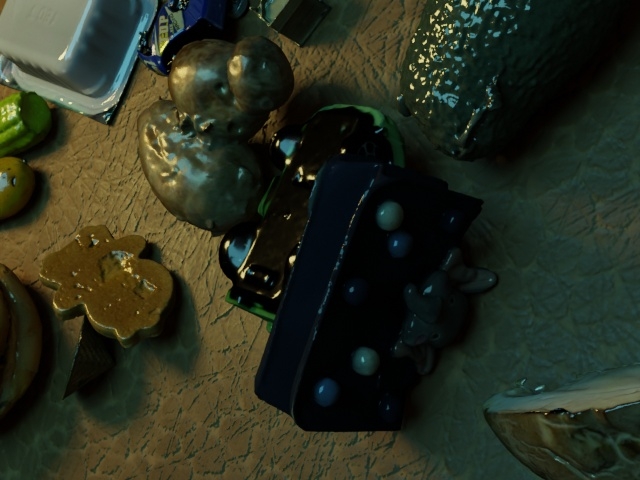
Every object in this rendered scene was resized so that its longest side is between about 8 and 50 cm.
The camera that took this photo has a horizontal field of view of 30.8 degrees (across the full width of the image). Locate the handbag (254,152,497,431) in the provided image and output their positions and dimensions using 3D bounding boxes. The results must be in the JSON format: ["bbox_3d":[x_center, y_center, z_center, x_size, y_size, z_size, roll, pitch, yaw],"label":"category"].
[{"bbox_3d":[0.080,0.076,1.420,0.118,0.269,0.325,27,102,43],"label":"handbag"}]

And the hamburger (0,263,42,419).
[{"bbox_3d":[-0.600,0.173,1.928,0.290,0.170,0.314,-40,55,16],"label":"hamburger"}]

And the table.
[{"bbox_3d":[-0.047,-0.347,1.738,0.079,0.083,0.062,-52,54,13],"label":"table"}]

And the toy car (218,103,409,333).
[{"bbox_3d":[0.000,0.000,1.545,0.213,0.176,0.358,12,75,56],"label":"toy car"}]

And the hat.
[{"bbox_3d":[-0.353,0.185,1.819,0.146,0.067,0.146,-165,90,-79],"label":"hat"}]

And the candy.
[{"bbox_3d":[-0.569,-0.188,2.066,0.209,0.097,0.096,-25,63,30],"label":"candy"}]

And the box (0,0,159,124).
[{"bbox_3d":[-0.453,-0.373,2.028,0.337,0.106,0.264,22,90,39],"label":"box"}]

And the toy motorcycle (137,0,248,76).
[{"bbox_3d":[-0.214,-0.365,1.852,0.169,0.113,0.315,-14,61,40],"label":"toy motorcycle"}]

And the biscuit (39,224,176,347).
[{"bbox_3d":[-0.320,0.070,1.795,0.249,0.035,0.184,30,61,30],"label":"biscuit"}]

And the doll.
[{"bbox_3d":[0.228,-0.267,1.439,0.247,0.247,0.349,36,104,37],"label":"doll"}]

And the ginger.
[{"bbox_3d":[-0.152,-0.175,1.678,0.244,0.155,0.304,44,126,35],"label":"ginger"}]

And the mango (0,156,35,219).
[{"bbox_3d":[-0.566,-0.082,2.043,0.161,0.076,0.103,-36,64,32],"label":"mango"}]

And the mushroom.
[{"bbox_3d":[0.322,0.224,1.286,0.286,0.156,0.151,-12,98,34],"label":"mushroom"}]
